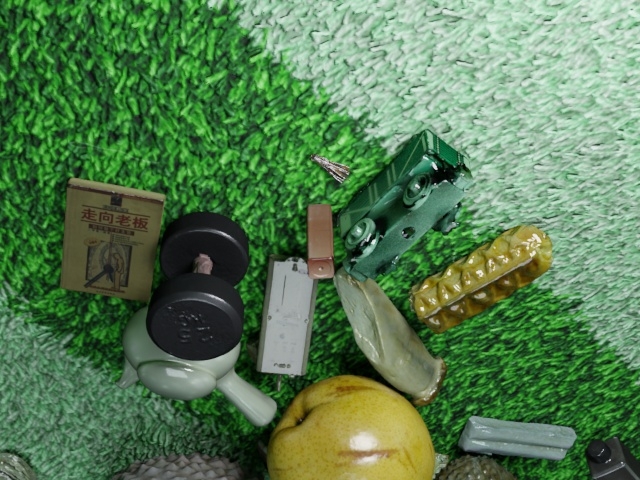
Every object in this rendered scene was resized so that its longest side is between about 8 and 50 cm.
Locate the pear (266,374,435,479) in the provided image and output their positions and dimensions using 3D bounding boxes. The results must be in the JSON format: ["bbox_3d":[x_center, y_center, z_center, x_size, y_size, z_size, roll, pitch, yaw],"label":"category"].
[{"bbox_3d":[0.058,0.402,1.866,0.315,0.314,0.314,-1,128,-1],"label":"pear"}]

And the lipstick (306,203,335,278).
[{"bbox_3d":[0.000,0.000,1.633,0.045,0.145,0.045,-5,128,3],"label":"lipstick"}]

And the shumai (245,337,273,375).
[{"bbox_3d":[-0.088,0.199,1.852,0.080,0.082,0.083,-40,108,-18],"label":"shumai"}]

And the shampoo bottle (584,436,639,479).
[{"bbox_3d":[0.628,0.494,2.086,0.080,0.079,0.246,-32,123,20],"label":"shampoo bottle"}]

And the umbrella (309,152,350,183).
[{"bbox_3d":[0.018,-0.118,1.623,0.083,0.020,0.031,33,120,-19],"label":"umbrella"}]

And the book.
[{"bbox_3d":[-0.353,0.004,1.698,0.161,0.026,0.230,10,127,-7],"label":"book"}]

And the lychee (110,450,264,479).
[{"bbox_3d":[-0.271,0.599,1.953,0.432,0.380,0.380,-18,129,-13],"label":"lychee"}]

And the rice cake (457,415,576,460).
[{"bbox_3d":[0.397,0.402,2.031,0.226,0.040,0.085,7,127,-8],"label":"rice cake"}]

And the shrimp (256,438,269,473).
[{"bbox_3d":[-0.066,0.483,2.026,0.035,0.148,0.195,-41,132,-16],"label":"shrimp"}]

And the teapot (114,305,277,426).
[{"bbox_3d":[-0.200,0.220,1.781,0.318,0.149,0.220,16,153,-16],"label":"teapot"}]

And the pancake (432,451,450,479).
[{"bbox_3d":[0.142,0.533,2.048,0.054,0.197,0.376,-1,147,-41],"label":"pancake"}]

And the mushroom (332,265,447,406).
[{"bbox_3d":[0.121,0.178,1.810,0.087,0.107,0.333,-2,139,44],"label":"mushroom"}]

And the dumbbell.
[{"bbox_3d":[-0.195,0.073,1.639,0.153,0.218,0.152,0,129,0],"label":"dumbbell"}]

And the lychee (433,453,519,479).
[{"bbox_3d":[0.316,0.568,2.044,0.256,0.255,0.274,-2,99,-1],"label":"lychee"}]

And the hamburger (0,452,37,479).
[{"bbox_3d":[-0.657,0.495,2.057,0.140,0.062,0.133,-16,126,13],"label":"hamburger"}]

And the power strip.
[{"bbox_3d":[-0.060,0.148,1.768,0.092,0.034,0.267,5,109,-7],"label":"power strip"}]

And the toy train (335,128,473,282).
[{"bbox_3d":[0.129,-0.050,1.593,0.115,0.154,0.269,31,122,-24],"label":"toy train"}]

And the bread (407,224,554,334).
[{"bbox_3d":[0.280,0.064,1.731,0.269,0.098,0.087,-33,164,21],"label":"bread"}]
